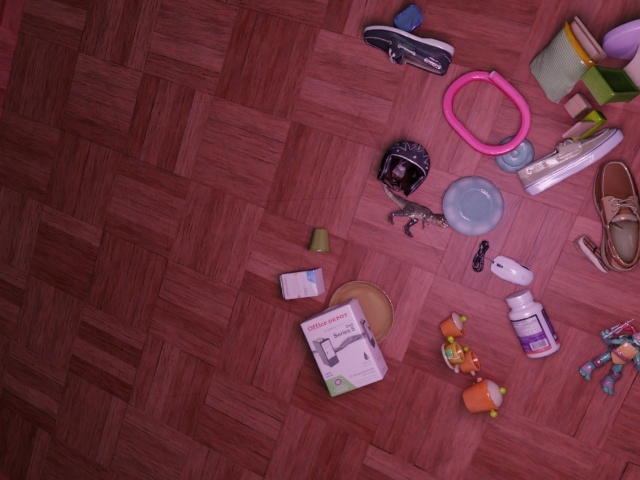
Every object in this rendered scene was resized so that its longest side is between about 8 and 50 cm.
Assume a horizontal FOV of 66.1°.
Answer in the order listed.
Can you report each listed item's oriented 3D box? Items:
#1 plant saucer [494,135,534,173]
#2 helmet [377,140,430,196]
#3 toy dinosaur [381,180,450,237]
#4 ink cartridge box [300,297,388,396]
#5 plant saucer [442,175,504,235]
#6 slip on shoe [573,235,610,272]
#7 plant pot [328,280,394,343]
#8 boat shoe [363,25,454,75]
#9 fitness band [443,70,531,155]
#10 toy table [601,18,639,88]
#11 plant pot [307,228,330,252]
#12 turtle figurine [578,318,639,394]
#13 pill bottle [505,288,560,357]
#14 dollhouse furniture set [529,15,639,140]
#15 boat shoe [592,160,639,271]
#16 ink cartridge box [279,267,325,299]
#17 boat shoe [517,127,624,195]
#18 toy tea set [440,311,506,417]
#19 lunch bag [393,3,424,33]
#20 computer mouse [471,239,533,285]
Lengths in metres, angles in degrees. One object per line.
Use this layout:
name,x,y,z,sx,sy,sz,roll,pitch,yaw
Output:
plant saucer,0.612,-0.272,1.551,0.119,0.021,0.119,1,94,18
helmet,0.274,-0.240,1.583,0.169,0.169,0.161,36,112,12
toy dinosaur,0.295,-0.087,1.649,0.268,0.064,0.118,32,89,13
ink cartridge box,0.081,0.364,1.691,0.198,0.115,0.273,-26,87,18
plant saucer,0.491,-0.113,1.570,0.195,0.037,0.195,0,86,6
slip on shoe,0.827,0.045,1.500,0.135,0.041,0.051,45,64,-4
plant pot,0.145,0.257,1.739,0.236,0.032,0.236,2,95,19
boat shoe,0.272,-0.610,1.585,0.302,0.114,0.091,20,94,16
fitness band,0.520,-0.400,1.543,0.209,0.054,0.291,-43,76,15
toy table,0.923,-0.491,1.336,0.274,0.252,0.161,-2,77,30
plant pot,0.000,0.000,1.747,0.083,0.083,0.079,3,82,18
turtle figurine,0.897,0.343,1.462,0.175,0.118,0.234,44,122,25
pill bottle,0.655,0.256,1.535,0.108,0.108,0.193,-25,86,18
dollhouse furniture set,0.685,-0.453,1.368,0.197,0.151,0.301,-50,58,52
boat shoe,0.874,-0.072,1.422,0.122,0.120,0.324,-6,85,16
ink cartridge box,-0.069,0.154,1.768,0.143,0.090,0.092,-8,92,19
boat shoe,0.737,-0.249,1.465,0.302,0.109,0.094,-35,92,20
toy tea set,0.489,0.386,1.555,0.124,0.200,0.336,-29,80,26
lunch bag,0.283,-0.710,1.599,0.098,0.065,0.067,-32,100,16
computer mouse,0.588,0.085,1.577,0.193,0.042,0.106,26,101,14
